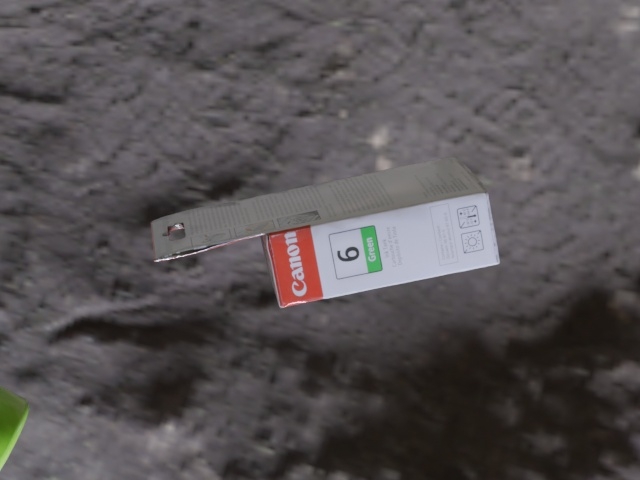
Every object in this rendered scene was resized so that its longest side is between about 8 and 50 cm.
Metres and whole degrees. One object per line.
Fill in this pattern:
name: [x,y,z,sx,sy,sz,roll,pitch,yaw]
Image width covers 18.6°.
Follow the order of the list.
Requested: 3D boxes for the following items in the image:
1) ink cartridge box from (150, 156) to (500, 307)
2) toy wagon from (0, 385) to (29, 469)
ink cartridge box: [0.000,0.000,0.683,0.115,0.063,0.029,-12,104,-3]
toy wagon: [-0.304,0.116,0.879,0.267,0.068,0.344,30,59,-9]
